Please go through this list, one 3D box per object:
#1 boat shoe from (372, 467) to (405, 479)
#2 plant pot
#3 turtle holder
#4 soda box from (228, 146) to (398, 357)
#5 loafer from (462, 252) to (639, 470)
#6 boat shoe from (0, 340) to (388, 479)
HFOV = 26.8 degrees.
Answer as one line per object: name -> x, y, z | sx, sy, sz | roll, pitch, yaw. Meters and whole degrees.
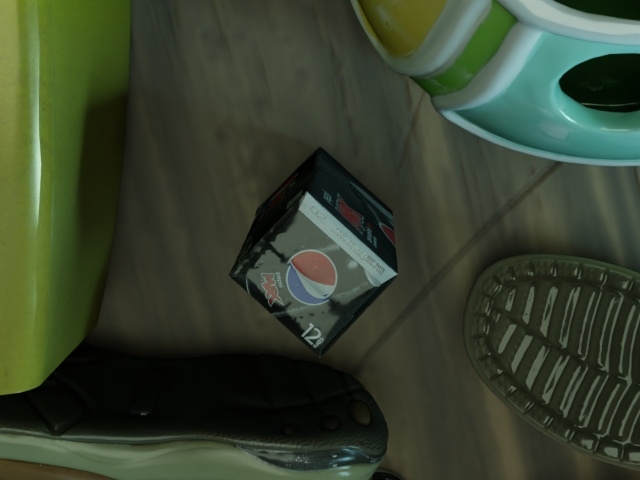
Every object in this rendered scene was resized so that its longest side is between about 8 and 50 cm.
boat shoe -> 0.022, 0.198, 0.769 | 0.049, 0.042, 0.133 | 14, 103, -3
plant pot -> -0.200, -0.028, 0.641 | 0.212, 0.212, 0.187 | -6, 99, 3
turtle holder -> 0.103, -0.163, 0.597 | 0.320, 0.227, 0.243 | 29, 104, 1
soda box -> 0.000, 0.000, 0.665 | 0.060, 0.169, 0.053 | 42, 100, -6
loafer -> 0.205, 0.081, 0.717 | 0.268, 0.092, 0.102 | 21, 92, 14
boat shoe -> -0.129, 0.125, 0.720 | 0.324, 0.122, 0.120 | 7, 113, 7
